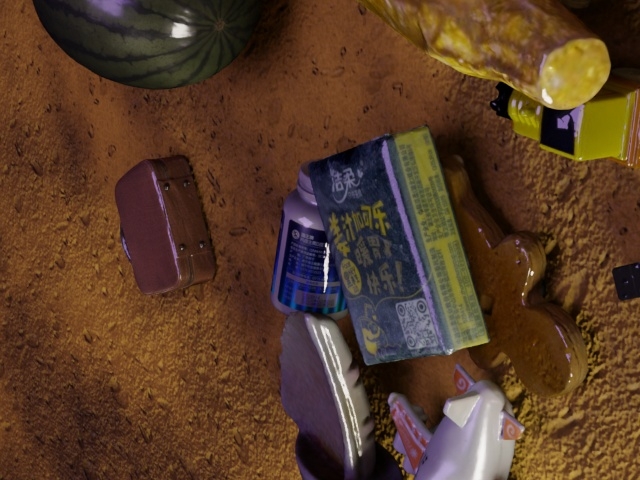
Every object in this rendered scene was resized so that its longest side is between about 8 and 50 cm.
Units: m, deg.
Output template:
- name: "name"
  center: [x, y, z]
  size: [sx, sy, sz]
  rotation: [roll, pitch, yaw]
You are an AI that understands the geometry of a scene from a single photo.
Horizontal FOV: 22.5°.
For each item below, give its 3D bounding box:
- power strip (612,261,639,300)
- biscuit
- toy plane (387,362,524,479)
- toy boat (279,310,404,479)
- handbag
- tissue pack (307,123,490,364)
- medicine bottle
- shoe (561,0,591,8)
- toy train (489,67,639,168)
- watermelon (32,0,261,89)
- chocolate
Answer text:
- name: "power strip"
  center: [0.346, 0.035, 1.626]
  size: [0.111, 0.029, 0.038]
  rotation: [-15, 87, 52]
- name: "biscuit"
  center: [0.201, 0.055, 1.811]
  size: [0.301, 0.049, 0.197]
  rotation: [51, 145, 34]
- name: "toy plane"
  center: [0.160, 0.261, 1.865]
  size: [0.245, 0.117, 0.244]
  rotation: [18, 113, 48]
- name: "toy boat"
  center: [0.015, 0.219, 2.024]
  size: [0.276, 0.111, 0.293]
  rotation: [175, 78, -71]
- name: "handbag"
  center: [-0.233, -0.020, 2.358]
  size: [0.151, 0.072, 0.193]
  rotation: [-20, 85, 54]
- name: "tissue pack"
  center: [0.086, 0.010, 1.852]
  size: [0.185, 0.081, 0.257]
  rotation: [-15, 91, 59]
- name: "medicine bottle"
  center: [0.000, 0.000, 2.017]
  size: [0.107, 0.107, 0.191]
  rotation: [36, 126, 43]
- name: "shoe"
  center: [0.248, -0.326, 1.631]
  size: [0.099, 0.071, 0.169]
  rotation: [-44, 68, 46]
- name: "toy train"
  center: [0.253, -0.134, 1.623]
  size: [0.219, 0.127, 0.089]
  rotation: [27, 119, 46]
- name: "watermelon"
  center: [-0.237, -0.345, 2.099]
  size: [0.359, 0.279, 0.279]
  rotation: [32, 124, 46]
- name: "chocolate"
  center: [0.137, -0.248, 1.628]
  size: [0.445, 0.162, 0.162]
  rotation: [-128, 42, -53]
